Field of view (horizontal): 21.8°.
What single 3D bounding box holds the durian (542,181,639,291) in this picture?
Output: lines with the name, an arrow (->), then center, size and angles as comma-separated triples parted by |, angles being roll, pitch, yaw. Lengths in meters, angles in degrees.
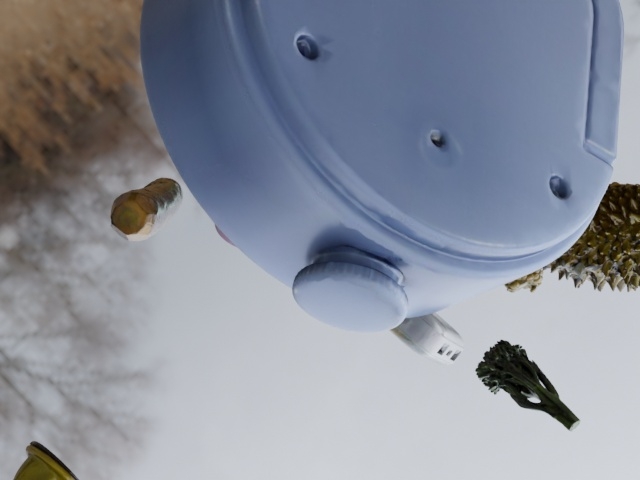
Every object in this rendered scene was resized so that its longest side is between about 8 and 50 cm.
durian -> 0.359, 0.003, 2.008 | 0.250, 0.183, 0.138 | 4, -146, 31

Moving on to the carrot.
carrot -> -0.235, -0.047, 2.274 | 0.070, 0.070, 0.260 | -39, -176, 11

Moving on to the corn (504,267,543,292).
corn -> 0.258, -0.026, 2.281 | 0.068, 0.207, 0.068 | -10, 164, -3

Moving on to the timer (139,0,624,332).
timer -> 0.041, -0.109, 1.225 | 0.173, 0.395, 0.395 | -26, -161, 47

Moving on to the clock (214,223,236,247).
clock -> 0.050, -0.075, 2.139 | 0.295, 0.322, 0.113 | -62, 165, -50

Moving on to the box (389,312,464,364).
box -> 0.000, 0.000, 1.366 | 0.044, 0.285, 0.142 | -49, 165, 1

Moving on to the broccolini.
broccolini -> 0.312, 0.211, 2.461 | 0.091, 0.068, 0.203 | -31, -145, -24

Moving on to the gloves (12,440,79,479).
gloves -> -0.459, 0.419, 2.273 | 0.294, 0.116, 0.133 | -45, -169, -20
